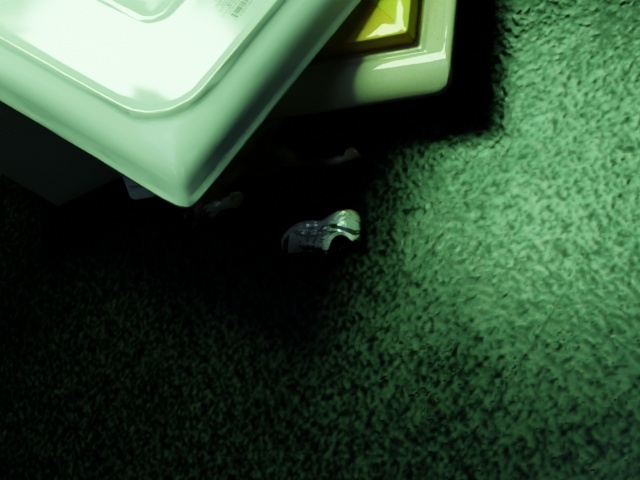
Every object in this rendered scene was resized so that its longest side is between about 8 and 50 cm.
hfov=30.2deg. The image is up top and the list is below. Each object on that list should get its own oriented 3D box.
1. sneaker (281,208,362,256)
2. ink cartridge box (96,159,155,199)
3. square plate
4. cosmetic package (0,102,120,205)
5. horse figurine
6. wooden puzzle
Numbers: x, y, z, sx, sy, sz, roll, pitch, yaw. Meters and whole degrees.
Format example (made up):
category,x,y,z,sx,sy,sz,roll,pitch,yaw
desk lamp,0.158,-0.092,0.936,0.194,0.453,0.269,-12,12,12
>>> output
category,x,y,z,sx,sy,sz,roll,pitch,yaw
sneaker,0.000,0.000,1.102,0.083,0.032,0.037,-21,59,24
ink cartridge box,-0.163,-0.119,1.225,0.092,0.090,0.143,-10,63,29
square plate,-0.149,-0.239,1.087,0.344,0.049,0.347,30,72,24
cosmetic package,-0.310,-0.193,1.268,0.138,0.225,0.224,-23,58,23
horse figurine,-0.058,-0.146,1.188,0.174,0.066,0.263,-18,62,19
wooden puzzle,0.026,-0.239,1.116,0.221,0.044,0.238,-5,69,27
